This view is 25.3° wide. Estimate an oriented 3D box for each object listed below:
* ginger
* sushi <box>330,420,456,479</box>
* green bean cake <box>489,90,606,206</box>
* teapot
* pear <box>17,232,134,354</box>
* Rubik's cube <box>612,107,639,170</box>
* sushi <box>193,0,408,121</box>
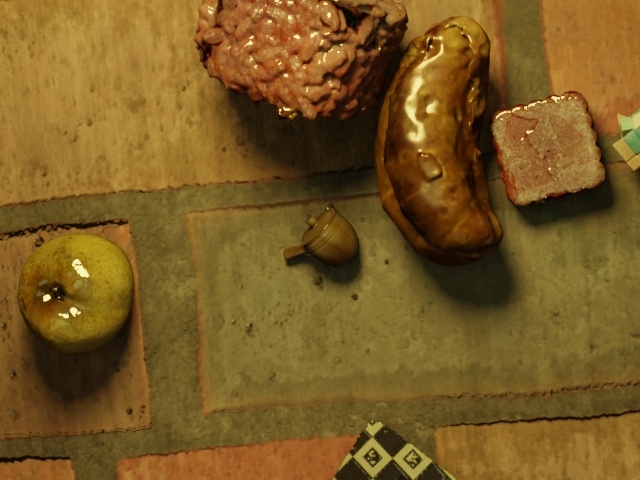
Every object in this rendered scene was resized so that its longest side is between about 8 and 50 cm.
[{"bbox_3d":[0.144,-0.124,1.849,0.172,0.165,0.321,-2,96,28],"label":"ginger"},{"bbox_3d":[0.095,0.375,1.941,0.192,0.040,0.210,37,100,14],"label":"sushi"},{"bbox_3d":[0.299,-0.119,1.877,0.135,0.056,0.135,-14,88,11],"label":"green bean cake"},{"bbox_3d":[0.000,0.000,1.944,0.080,0.085,0.110,43,129,-16],"label":"teapot"},{"bbox_3d":[-0.335,0.070,1.957,0.167,0.136,0.167,-3,82,26],"label":"pear"},{"bbox_3d":[0.416,-0.143,1.845,0.073,0.084,0.075,49,118,2],"label":"Rubik's cube"},{"bbox_3d":[-0.027,-0.281,1.846,0.270,0.236,0.171,27,121,16],"label":"sushi"}]
